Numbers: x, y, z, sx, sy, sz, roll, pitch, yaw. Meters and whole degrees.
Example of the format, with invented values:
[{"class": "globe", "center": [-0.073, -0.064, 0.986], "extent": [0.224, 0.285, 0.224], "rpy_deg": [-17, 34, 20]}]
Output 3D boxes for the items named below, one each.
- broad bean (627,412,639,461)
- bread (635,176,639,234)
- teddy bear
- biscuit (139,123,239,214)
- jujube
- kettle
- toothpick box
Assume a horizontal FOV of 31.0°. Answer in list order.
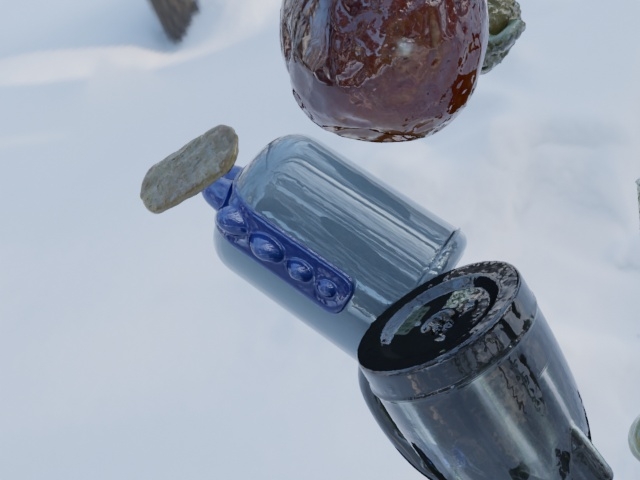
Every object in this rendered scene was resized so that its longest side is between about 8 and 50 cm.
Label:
[{"class": "broad bean", "center": [0.679, 0.318, 2.068], "extent": [0.263, 0.121, 0.189], "rpy_deg": [-41, 68, 2]}, {"class": "bread", "center": [0.398, -0.008, 1.108], "extent": [0.178, 0.135, 0.240], "rpy_deg": [-7, 0, 14]}, {"class": "teddy bear", "center": [0.216, -0.357, 1.691], "extent": [0.267, 0.156, 0.256], "rpy_deg": [-19, 51, 47]}, {"class": "biscuit", "center": [-0.148, -0.079, 1.293], "extent": [0.147, 0.018, 0.071], "rpy_deg": [-29, 54, 27]}, {"class": "jujube", "center": [0.060, -0.211, 0.977], "extent": [0.190, 0.190, 0.255], "rpy_deg": [14, 89, 47]}, {"class": "kettle", "center": [0.192, 0.227, 1.470], "extent": [0.321, 0.324, 0.228], "rpy_deg": [-14, 25, 44]}, {"class": "toothpick box", "center": [0.000, 0.000, 1.627], "extent": [0.355, 0.263, 0.263], "rpy_deg": [35, 50, 6]}]
